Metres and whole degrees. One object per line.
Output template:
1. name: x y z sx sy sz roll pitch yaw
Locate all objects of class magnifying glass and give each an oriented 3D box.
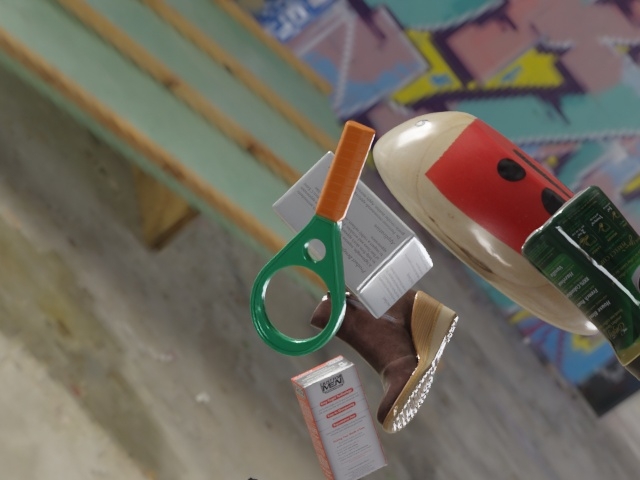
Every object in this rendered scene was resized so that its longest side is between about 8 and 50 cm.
1. magnifying glass: 0.000 0.000 1.484 0.092 0.231 0.026 24 16 17

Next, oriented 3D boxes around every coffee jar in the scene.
1. coffee jar: 0.281 0.044 1.481 0.184 0.079 0.096 49 53 8

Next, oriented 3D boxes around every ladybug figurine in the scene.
1. ladybug figurine: 0.283 -0.037 2.365 0.449 0.162 0.305 40 15 4

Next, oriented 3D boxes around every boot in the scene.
1. boot: 0.077 0.168 2.441 0.207 0.248 0.090 19 -35 16

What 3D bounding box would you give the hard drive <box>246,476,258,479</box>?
1. hard drive: -0.029 0.340 1.907 0.135 0.022 0.094 32 15 -46

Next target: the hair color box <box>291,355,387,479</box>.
1. hair color box: 0.023 0.218 1.897 0.043 0.072 0.141 28 -42 63

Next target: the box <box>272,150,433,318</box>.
1. box: 0.048 -0.005 2.244 0.181 0.119 0.182 46 -2 18
